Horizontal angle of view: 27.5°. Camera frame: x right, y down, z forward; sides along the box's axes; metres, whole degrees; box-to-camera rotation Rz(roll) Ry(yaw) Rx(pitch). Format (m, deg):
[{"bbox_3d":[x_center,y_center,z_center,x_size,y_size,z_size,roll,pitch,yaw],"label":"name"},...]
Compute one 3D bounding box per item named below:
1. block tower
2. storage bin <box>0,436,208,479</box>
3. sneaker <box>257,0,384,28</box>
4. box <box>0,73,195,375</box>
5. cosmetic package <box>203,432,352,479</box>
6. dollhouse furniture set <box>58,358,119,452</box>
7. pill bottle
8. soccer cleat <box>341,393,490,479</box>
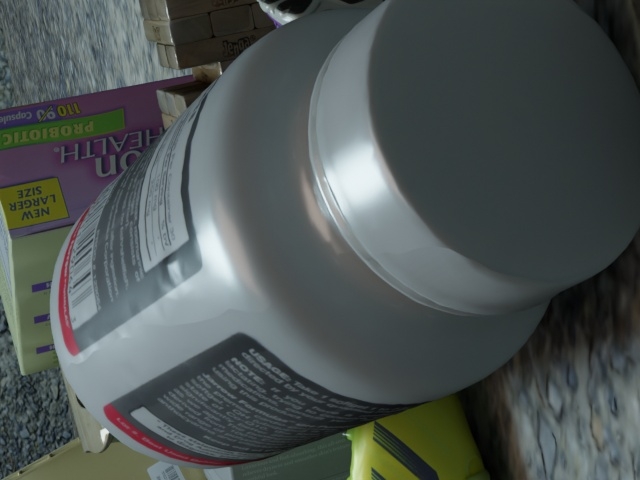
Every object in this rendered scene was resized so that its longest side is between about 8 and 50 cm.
[{"bbox_3d":[-0.068,-0.130,0.921,0.091,0.097,0.335,-155,52,-68],"label":"block tower"},{"bbox_3d":[-0.182,0.304,1.330,0.262,0.260,0.123,49,165,57],"label":"storage bin"},{"bbox_3d":[0.015,-0.101,0.728,0.170,0.068,0.071,-125,22,-49],"label":"sneaker"},{"bbox_3d":[-0.163,-0.011,1.094,0.243,0.213,0.117,107,146,-59],"label":"box"},{"bbox_3d":[-0.027,0.052,0.866,0.107,0.127,0.238,-149,50,-67],"label":"cosmetic package"},{"bbox_3d":[-0.098,0.102,1.110,0.161,0.182,0.101,-46,55,40],"label":"dollhouse furniture set"},{"bbox_3d":[0.000,0.000,0.614,0.318,0.176,0.176,-31,72,57],"label":"pill bottle"},{"bbox_3d":[0.088,0.199,0.724,0.121,0.093,0.289,-12,86,42],"label":"soccer cleat"}]
